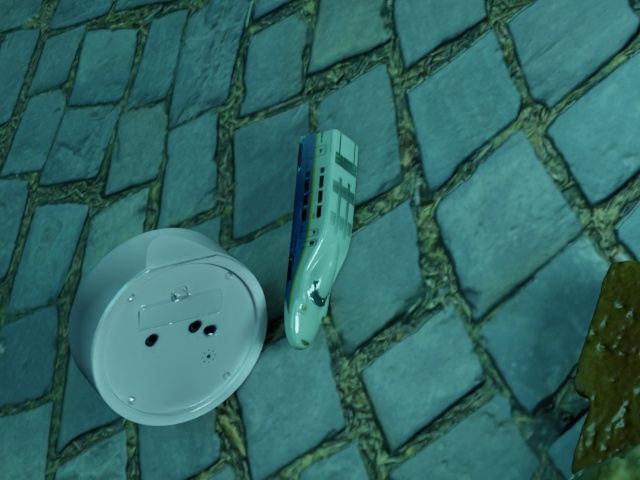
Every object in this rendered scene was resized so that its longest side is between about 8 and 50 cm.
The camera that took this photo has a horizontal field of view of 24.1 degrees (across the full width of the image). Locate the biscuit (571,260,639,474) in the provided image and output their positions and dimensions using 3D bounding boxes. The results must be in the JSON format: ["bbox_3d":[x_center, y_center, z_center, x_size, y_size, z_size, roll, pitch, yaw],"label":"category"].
[{"bbox_3d":[0.298,0.132,1.169,0.278,0.043,0.301,-36,49,28],"label":"biscuit"}]

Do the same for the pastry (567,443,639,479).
[{"bbox_3d":[0.266,0.279,1.014,0.330,0.136,0.329,-7,79,39],"label":"pastry"}]

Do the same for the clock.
[{"bbox_3d":[-0.155,0.089,1.530,0.197,0.197,0.068,-57,40,4],"label":"clock"}]

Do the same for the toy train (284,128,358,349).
[{"bbox_3d":[0.000,0.000,1.538,0.051,0.052,0.233,-14,58,34],"label":"toy train"}]
